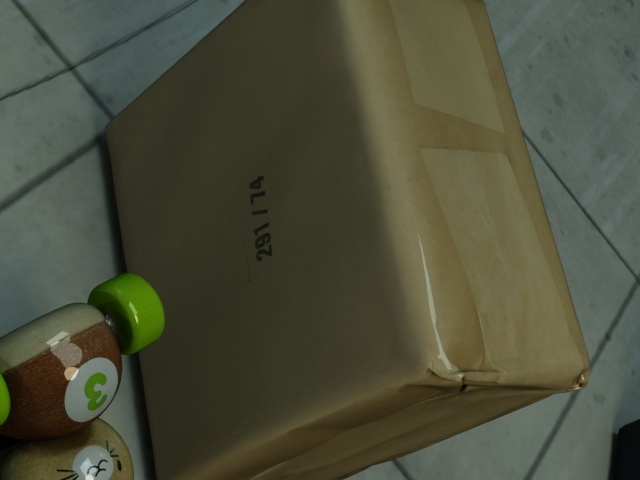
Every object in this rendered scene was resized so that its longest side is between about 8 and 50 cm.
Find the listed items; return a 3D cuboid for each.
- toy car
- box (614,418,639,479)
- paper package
[{"bbox_3d":[-0.160,0.143,0.787,0.155,0.149,0.188,-28,90,-43],"label":"toy car"},{"bbox_3d":[0.516,0.434,1.113,0.480,0.297,0.471,37,47,-19],"label":"box"},{"bbox_3d":[0.000,0.000,0.896,0.168,0.309,0.324,9,61,-42],"label":"paper package"}]
